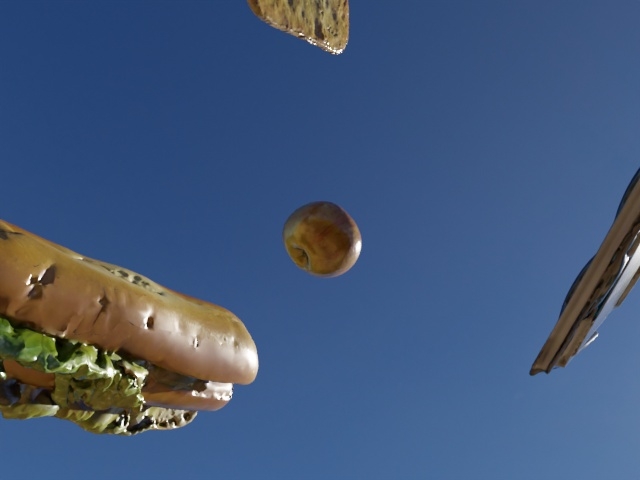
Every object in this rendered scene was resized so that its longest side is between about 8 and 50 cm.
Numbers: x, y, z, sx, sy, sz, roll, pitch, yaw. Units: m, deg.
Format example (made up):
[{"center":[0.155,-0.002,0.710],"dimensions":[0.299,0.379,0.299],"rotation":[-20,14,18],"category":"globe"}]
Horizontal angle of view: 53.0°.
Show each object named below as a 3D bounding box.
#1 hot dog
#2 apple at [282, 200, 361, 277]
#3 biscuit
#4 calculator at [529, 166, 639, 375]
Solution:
[{"center":[-0.173,0.078,0.453],"dimensions":[0.135,0.100,0.337],"rotation":[-30,-33,17],"category":"hot dog"},{"center":[0.000,0.000,0.673],"dimensions":[0.084,0.071,0.084],"rotation":[38,-33,30],"category":"apple"},{"center":[-0.029,-0.312,0.815],"dimensions":[0.028,0.247,0.119],"rotation":[-2,-92,32],"category":"biscuit"},{"center":[0.258,-0.016,0.507],"dimensions":[0.028,0.165,0.274],"rotation":[35,-59,29],"category":"calculator"}]
